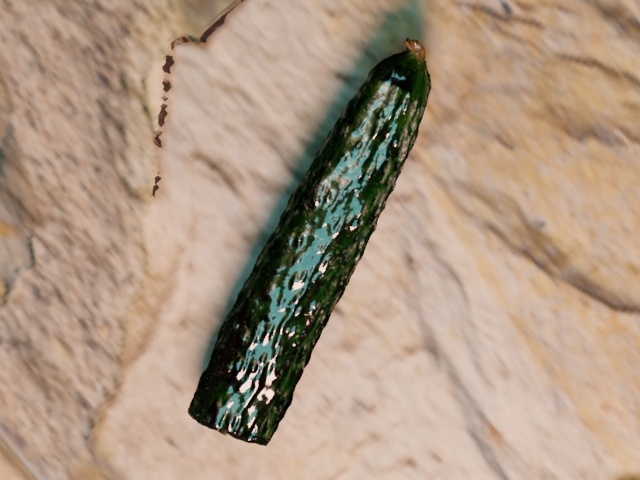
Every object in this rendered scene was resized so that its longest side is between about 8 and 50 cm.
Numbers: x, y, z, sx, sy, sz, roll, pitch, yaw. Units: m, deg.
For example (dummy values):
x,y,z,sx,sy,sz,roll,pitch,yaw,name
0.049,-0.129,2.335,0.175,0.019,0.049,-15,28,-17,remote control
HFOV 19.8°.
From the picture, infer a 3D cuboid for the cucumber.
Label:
x,y,z,sx,sy,sz,roll,pitch,yaw,name
0.000,0.000,1.206,0.067,0.067,0.293,26,100,-5,cucumber
